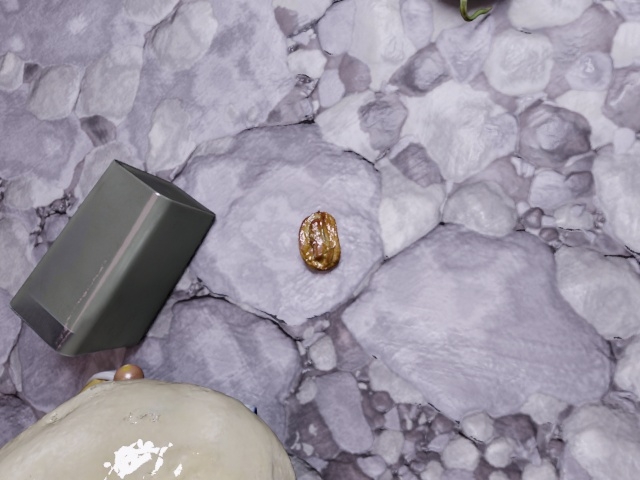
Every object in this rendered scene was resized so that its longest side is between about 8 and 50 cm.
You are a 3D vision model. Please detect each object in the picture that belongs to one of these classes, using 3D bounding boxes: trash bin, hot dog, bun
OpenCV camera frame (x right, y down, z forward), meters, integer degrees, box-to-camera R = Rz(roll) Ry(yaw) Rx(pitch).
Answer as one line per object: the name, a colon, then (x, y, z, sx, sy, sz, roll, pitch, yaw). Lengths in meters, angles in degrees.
trash bin: (-0.279, 0.026, 0.651, 0.122, 0.164, 0.240, 35, 92, 16)
hot dog: (0.000, 0.000, 0.633, 0.058, 0.035, 0.083, -11, 81, 19)
bun: (-0.183, 0.315, 0.478, 0.362, 0.234, 0.325, 27, 97, -20)

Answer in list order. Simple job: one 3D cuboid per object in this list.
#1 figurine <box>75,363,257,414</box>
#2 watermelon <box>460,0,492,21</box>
figurine: (-0.225, 0.247, 0.634, 0.275, 0.133, 0.193, -18, 103, 8)
watermelon: (0.193, -0.372, 0.560, 0.141, 0.141, 0.187, 8, 91, 17)
